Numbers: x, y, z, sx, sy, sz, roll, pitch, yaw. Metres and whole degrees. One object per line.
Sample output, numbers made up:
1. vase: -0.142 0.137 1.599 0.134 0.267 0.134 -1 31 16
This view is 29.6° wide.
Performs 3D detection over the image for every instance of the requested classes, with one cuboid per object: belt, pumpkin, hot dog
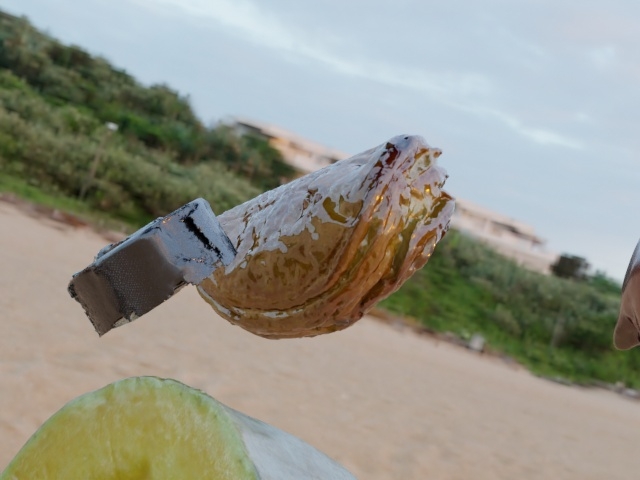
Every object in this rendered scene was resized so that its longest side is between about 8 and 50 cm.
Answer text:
1. belt: -0.122 0.018 0.866 0.140 0.058 0.105 -30 4 43
2. pumpkin: -0.091 0.280 0.841 0.332 0.332 0.199 13 -13 46
3. hot dog: 0.000 0.000 1.112 0.272 0.196 0.122 -24 -70 40

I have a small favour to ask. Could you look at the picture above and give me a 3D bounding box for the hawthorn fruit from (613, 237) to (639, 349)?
1. hawthorn fruit: 0.426 0.048 1.049 0.311 0.295 0.295 23 -1 18
